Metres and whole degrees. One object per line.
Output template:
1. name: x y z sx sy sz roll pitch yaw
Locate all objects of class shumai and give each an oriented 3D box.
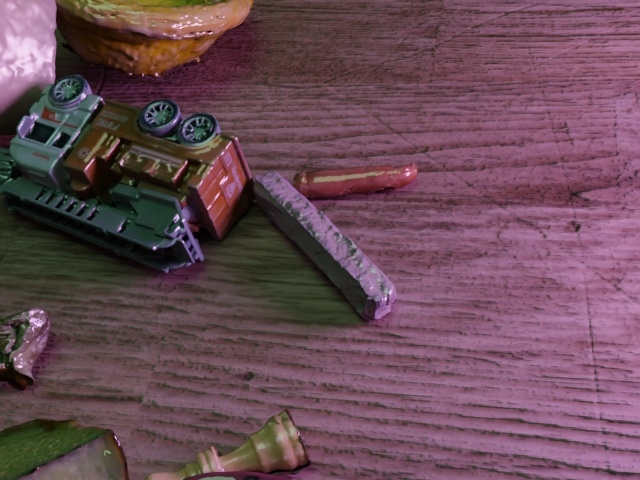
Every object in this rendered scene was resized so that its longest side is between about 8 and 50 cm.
1. shumai: -0.329 0.124 1.049 0.083 0.082 0.080 -27 78 24

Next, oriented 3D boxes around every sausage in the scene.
1. sausage: 0.044 -0.076 1.185 0.158 0.036 0.042 -6 56 4

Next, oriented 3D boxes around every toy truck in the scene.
1. toy truck: -0.265 -0.082 1.187 0.338 0.133 0.184 18 60 23

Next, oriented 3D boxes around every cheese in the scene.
1. cheese: -0.499 -0.288 1.291 0.332 0.292 0.153 25 20 36

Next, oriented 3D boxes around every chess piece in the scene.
1. chess piece: -0.097 0.221 0.904 0.172 0.060 0.060 -23 46 -8

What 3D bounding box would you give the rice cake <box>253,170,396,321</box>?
1. rice cake: -0.001 0.000 1.106 0.049 0.055 0.270 -18 42 -29

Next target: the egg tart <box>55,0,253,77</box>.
1. egg tart: -0.272 -0.348 1.416 0.345 0.132 0.345 9 34 -6

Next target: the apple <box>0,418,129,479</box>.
1. apple: -0.322 0.276 0.805 0.346 0.179 0.254 -29 60 -20

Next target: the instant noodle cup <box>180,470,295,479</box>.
1. instant noodle cup: -0.057 0.318 0.708 0.235 0.178 0.235 -6 45 6
